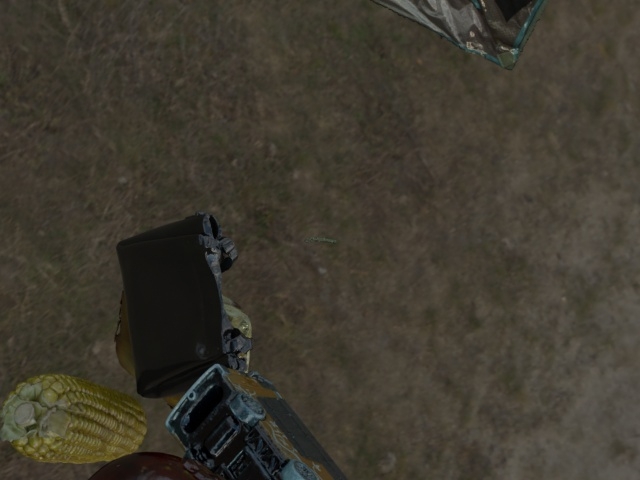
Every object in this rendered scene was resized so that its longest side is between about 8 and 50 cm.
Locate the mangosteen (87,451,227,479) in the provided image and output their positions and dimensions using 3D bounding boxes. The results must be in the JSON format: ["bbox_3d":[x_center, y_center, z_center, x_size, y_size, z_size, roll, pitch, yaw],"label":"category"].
[{"bbox_3d":[-0.190,0.360,1.041,0.215,0.215,0.257,35,87,-19],"label":"mangosteen"}]

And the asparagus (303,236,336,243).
[{"bbox_3d":[0.000,0.000,2.126,0.114,0.014,0.015,5,96,-54],"label":"asparagus"}]

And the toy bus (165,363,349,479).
[{"bbox_3d":[-0.077,0.313,1.341,0.275,0.138,0.167,46,11,32],"label":"toy bus"}]

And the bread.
[{"bbox_3d":[-0.277,0.198,1.844,0.167,0.277,0.324,-20,41,-35],"label":"bread"}]

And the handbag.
[{"bbox_3d":[-0.224,0.110,1.594,0.113,0.257,0.285,0,77,-44],"label":"handbag"}]

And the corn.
[{"bbox_3d":[-0.396,0.300,1.597,0.387,0.144,0.144,40,36,-71],"label":"corn"}]

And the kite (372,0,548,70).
[{"bbox_3d":[0.050,-0.250,0.592,0.368,0.406,0.014,57,42,-32],"label":"kite"}]
